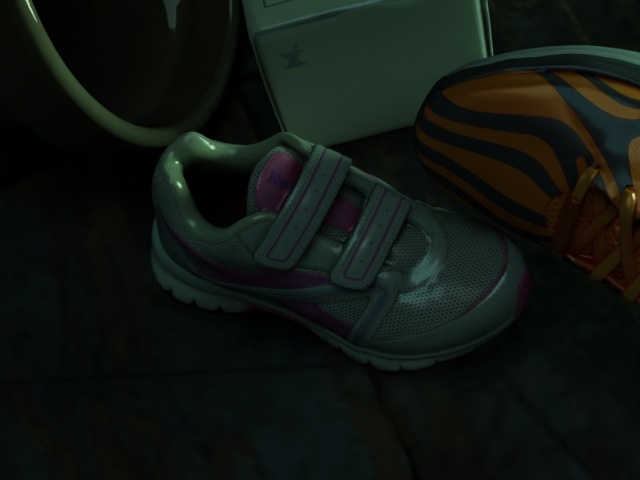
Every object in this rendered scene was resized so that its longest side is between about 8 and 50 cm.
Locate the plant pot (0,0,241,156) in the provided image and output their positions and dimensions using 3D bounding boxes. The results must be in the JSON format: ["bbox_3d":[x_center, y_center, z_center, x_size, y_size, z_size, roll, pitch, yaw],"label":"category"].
[{"bbox_3d":[-0.215,-0.178,0.970,0.229,0.263,0.263,-6,54,29],"label":"plant pot"}]

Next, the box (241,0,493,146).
[{"bbox_3d":[0.019,-0.197,0.981,0.148,0.127,0.232,-14,55,3],"label":"box"}]

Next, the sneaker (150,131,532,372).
[{"bbox_3d":[0.000,0.000,0.862,0.252,0.111,0.103,10,59,18],"label":"sneaker"}]

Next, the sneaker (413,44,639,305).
[{"bbox_3d":[0.183,0.006,0.757,0.321,0.125,0.180,19,38,14],"label":"sneaker"}]
